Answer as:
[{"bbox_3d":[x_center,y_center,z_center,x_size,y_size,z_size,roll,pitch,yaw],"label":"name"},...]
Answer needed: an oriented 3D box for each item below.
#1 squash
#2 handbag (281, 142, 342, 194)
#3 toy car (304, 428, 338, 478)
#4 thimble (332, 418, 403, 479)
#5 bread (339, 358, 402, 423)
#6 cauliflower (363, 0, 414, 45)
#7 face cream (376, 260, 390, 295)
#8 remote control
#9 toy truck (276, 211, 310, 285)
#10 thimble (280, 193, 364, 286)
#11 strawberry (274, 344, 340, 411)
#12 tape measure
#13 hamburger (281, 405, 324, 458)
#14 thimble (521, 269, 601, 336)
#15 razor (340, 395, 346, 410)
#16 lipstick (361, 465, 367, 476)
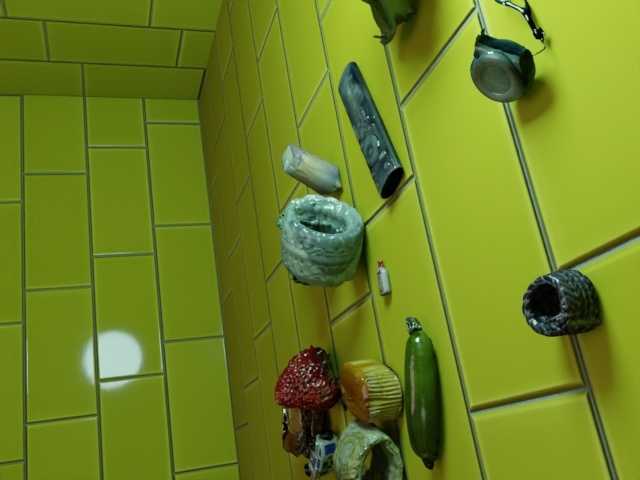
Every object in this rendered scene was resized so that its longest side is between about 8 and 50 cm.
[{"bbox_3d":[0.206,0.317,1.306,0.080,0.071,0.318,162,105,-71],"label":"squash"},{"bbox_3d":[-0.024,-0.190,1.772,0.095,0.173,0.117,-56,22,23],"label":"handbag"},{"bbox_3d":[0.009,0.635,1.887,0.070,0.080,0.170,39,127,49],"label":"toy car"},{"bbox_3d":[0.113,0.520,1.508,0.143,0.138,0.190,176,103,-73],"label":"thimble"},{"bbox_3d":[0.114,0.361,1.529,0.190,0.114,0.132,-172,78,-75],"label":"bread"},{"bbox_3d":[0.123,-0.571,1.261,0.260,0.281,0.326,-29,36,44],"label":"cauliflower"},{"bbox_3d":[0.148,0.089,1.515,0.040,0.021,0.083,137,128,-64],"label":"face cream"},{"bbox_3d":[0.114,-0.273,1.533,0.107,0.044,0.377,106,154,-50],"label":"remote control"},{"bbox_3d":[-0.028,0.006,1.858,0.135,0.129,0.259,-45,49,46],"label":"toy truck"},{"bbox_3d":[0.000,0.000,1.649,0.250,0.205,0.171,40,138,42],"label":"thimble"},{"bbox_3d":[-0.042,0.414,1.849,0.184,0.202,0.186,-160,48,-88],"label":"strawberry"},{"bbox_3d":[0.305,-0.310,1.008,0.107,0.104,0.179,77,-147,-57],"label":"tape measure"},{"bbox_3d":[-0.054,0.573,2.008,0.231,0.107,0.230,-171,90,-75],"label":"hamburger"},{"bbox_3d":[0.341,0.089,0.911,0.104,0.066,0.095,-172,78,-71],"label":"thimble"},{"bbox_3d":[0.079,0.436,1.745,0.154,0.028,0.044,127,137,-62],"label":"razor"},{"bbox_3d":[0.104,0.625,1.674,0.145,0.045,0.045,-150,58,-66],"label":"lipstick"}]
